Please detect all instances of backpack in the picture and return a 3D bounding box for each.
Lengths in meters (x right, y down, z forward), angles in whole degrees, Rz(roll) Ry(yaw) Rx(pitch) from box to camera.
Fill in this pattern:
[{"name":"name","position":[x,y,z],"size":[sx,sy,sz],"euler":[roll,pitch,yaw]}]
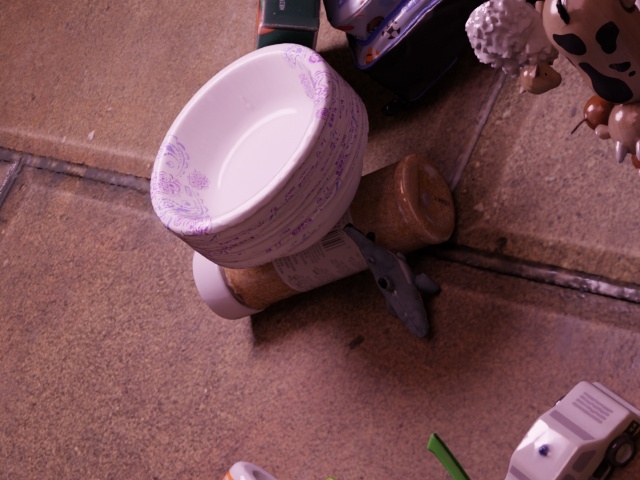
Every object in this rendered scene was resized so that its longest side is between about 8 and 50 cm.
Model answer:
[{"name":"backpack","position":[0.121,-0.355,1.962],"size":[0.276,0.213,0.263],"euler":[-40,33,21]}]

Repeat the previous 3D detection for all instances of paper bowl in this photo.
[{"name":"paper bowl","position":[-0.062,-0.093,1.814],"size":[0.284,0.148,0.284],"euler":[-27,43,28]}]

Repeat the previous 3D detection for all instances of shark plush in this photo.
[{"name":"shark plush","position":[0.089,0.041,1.774],"size":[0.073,0.161,0.067],"euler":[-19,20,21]}]

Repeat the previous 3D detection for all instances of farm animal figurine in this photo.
[{"name":"farm animal figurine","position":[0.354,-0.180,1.539],"size":[0.330,0.326,0.172],"euler":[-27,33,52]}]

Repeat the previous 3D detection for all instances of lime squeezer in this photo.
[{"name":"lime squeezer","position":[0.239,0.307,1.482],"size":[0.310,0.059,0.110],"euler":[20,83,22]}]

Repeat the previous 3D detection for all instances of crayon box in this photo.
[{"name":"crayon box","position":[-0.051,-0.276,1.999],"size":[0.081,0.318,0.202],"euler":[4,61,-3]}]

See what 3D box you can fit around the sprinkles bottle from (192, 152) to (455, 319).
[{"name":"sprinkles bottle","position":[0.000,0.000,1.895],"size":[0.355,0.121,0.121],"euler":[-21,51,33]}]

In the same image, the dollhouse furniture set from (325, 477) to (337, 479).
[{"name":"dollhouse furniture set","position":[0.112,0.390,1.476],"size":[0.301,0.197,0.151],"euler":[23,80,49]}]

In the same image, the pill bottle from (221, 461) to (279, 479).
[{"name":"pill bottle","position":[-0.118,0.387,1.754],"size":[0.221,0.121,0.121],"euler":[-53,41,3]}]

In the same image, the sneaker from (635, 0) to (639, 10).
[{"name":"sneaker","position":[0.360,-0.325,1.811],"size":[0.071,0.068,0.170],"euler":[-37,44,28]}]

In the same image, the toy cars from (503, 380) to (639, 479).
[{"name":"toy cars","position":[0.330,0.192,1.483],"size":[0.393,0.087,0.176],"euler":[-25,49,30]}]
